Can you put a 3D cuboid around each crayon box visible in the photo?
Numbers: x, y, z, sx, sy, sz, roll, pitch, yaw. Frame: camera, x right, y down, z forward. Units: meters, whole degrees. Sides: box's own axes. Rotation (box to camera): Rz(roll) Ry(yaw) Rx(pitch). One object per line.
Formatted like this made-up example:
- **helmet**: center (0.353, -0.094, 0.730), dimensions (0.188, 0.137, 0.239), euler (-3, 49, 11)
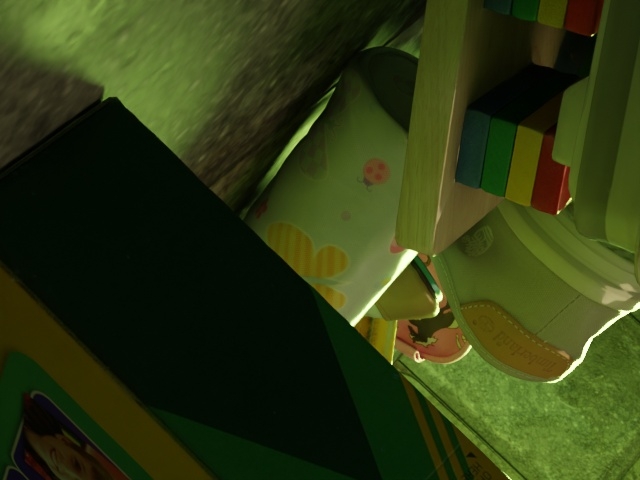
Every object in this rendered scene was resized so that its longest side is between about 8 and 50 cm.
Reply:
- **crayon box**: center (-0.059, 0.154, 0.781), dimensions (0.106, 0.313, 0.363), euler (-41, 170, -33)

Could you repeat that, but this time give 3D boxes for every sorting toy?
- **sorting toy**: center (0.153, -0.140, 0.879), dimensions (0.255, 0.089, 0.257), euler (-36, 139, -51)

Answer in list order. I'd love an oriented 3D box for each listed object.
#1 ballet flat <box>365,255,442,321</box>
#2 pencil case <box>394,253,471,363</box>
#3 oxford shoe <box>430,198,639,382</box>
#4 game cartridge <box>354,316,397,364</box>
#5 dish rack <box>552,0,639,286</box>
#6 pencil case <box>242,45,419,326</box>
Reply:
- **ballet flat**: center (0.029, 0.022, 1.172), dimensions (0.073, 0.080, 0.232), euler (-33, -163, -2)
- **pencil case**: center (0.196, -0.003, 1.820), dimensions (0.160, 0.167, 0.386), euler (-13, -165, 37)
- **oxford shoe**: center (0.143, -0.035, 1.154), dimensions (0.130, 0.169, 0.449), euler (-56, -169, 20)
- **game cartridge**: center (-0.037, 0.135, 1.343), dimensions (0.324, 0.052, 0.285), euler (-51, -166, 30)
- **dish rack**: center (0.198, -0.167, 0.754), dimensions (0.285, 0.072, 0.333), euler (-37, 139, -52)
- **pencil case**: center (0.000, 0.000, 1.040), dimensions (0.273, 0.113, 0.124), euler (-52, -174, 26)
